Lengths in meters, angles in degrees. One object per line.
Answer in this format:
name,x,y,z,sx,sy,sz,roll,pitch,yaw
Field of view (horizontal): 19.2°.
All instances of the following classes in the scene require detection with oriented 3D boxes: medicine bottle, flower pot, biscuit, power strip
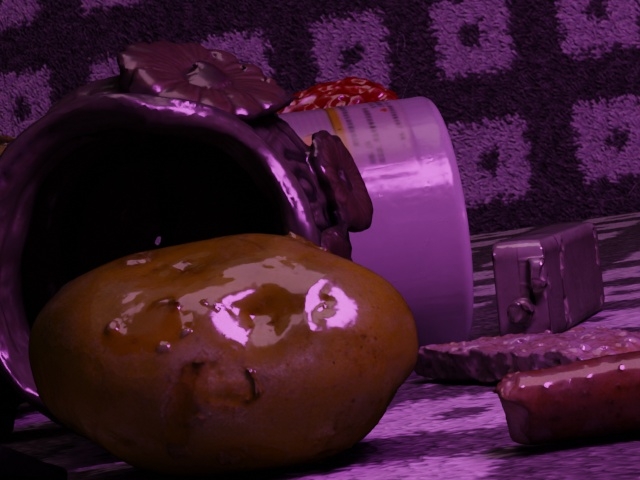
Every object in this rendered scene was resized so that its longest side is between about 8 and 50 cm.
medicine bottle,0.000,0.000,1.671,0.231,0.238,0.238,-8,2,-7
flower pot,-0.108,0.003,1.404,0.301,0.302,0.213,-9,8,2
biscuit,0.181,0.086,1.444,0.133,0.032,0.250,-9,1,-26
power strip,0.207,0.039,1.745,0.053,0.093,0.288,-4,3,21

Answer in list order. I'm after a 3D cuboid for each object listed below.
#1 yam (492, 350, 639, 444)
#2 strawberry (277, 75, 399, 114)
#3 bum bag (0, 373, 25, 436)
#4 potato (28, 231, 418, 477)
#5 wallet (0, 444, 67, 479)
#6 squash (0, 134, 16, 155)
yam,0.222,0.086,1.106,0.241,0.057,0.057,-7,3,8
strawberry,0.013,-0.036,2.306,0.291,0.292,0.310,-7,29,31
bum bag,-0.203,0.077,1.564,0.232,0.060,0.107,-32,-39,6
potato,-0.062,0.079,1.214,0.253,0.149,0.186,-1,30,21
wallet,-0.292,0.139,1.322,0.146,0.030,0.285,21,-15,-29
squash,-0.390,0.049,1.647,0.263,0.263,0.384,-7,3,32
